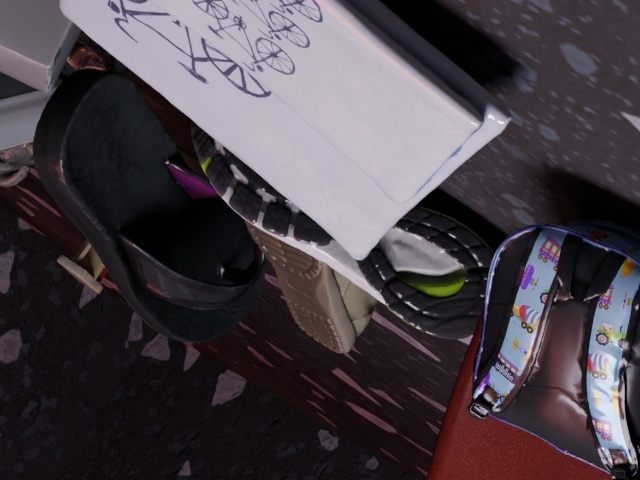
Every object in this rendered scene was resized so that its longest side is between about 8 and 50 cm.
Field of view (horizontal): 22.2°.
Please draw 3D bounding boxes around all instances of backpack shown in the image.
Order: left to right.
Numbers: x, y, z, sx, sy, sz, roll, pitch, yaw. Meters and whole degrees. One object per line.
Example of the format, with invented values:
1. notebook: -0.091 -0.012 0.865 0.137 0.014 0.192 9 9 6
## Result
1. backpack: 0.190 0.058 1.115 0.158 0.117 0.173 24 128 29

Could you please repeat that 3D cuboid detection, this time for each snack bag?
1. snack bag: -0.055 -0.125 1.094 0.323 0.037 0.342 39 161 -2

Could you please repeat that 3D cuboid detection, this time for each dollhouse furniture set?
1. dollhouse furniture set: -0.183 -0.001 1.880 0.129 0.184 0.129 31 170 18

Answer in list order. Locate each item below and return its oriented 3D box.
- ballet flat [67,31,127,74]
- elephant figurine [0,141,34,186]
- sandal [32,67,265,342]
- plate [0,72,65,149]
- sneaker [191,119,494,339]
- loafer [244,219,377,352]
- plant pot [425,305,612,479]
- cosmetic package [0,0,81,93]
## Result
1. ballet flat: -0.226 -0.184 1.577 0.114 0.041 0.041 26 167 42
2. elephant figurine: -0.418 -0.143 2.124 0.239 0.169 0.186 22 -155 -24
3. sandal: -0.142 -0.008 1.646 0.107 0.168 0.446 16 162 27
4. plate: -0.428 -0.184 1.854 0.277 0.045 0.278 29 -151 27
5. sneaker: 0.016 -0.025 1.361 0.300 0.111 0.121 40 -179 1
6. loafer: 0.000 0.000 1.582 0.102 0.092 0.268 27 152 28
7. plant pot: 0.230 0.192 1.301 0.267 0.236 0.267 29 169 26
8. cosmetic package: -0.318 -0.226 1.398 0.238 0.107 0.127 23 171 -9
